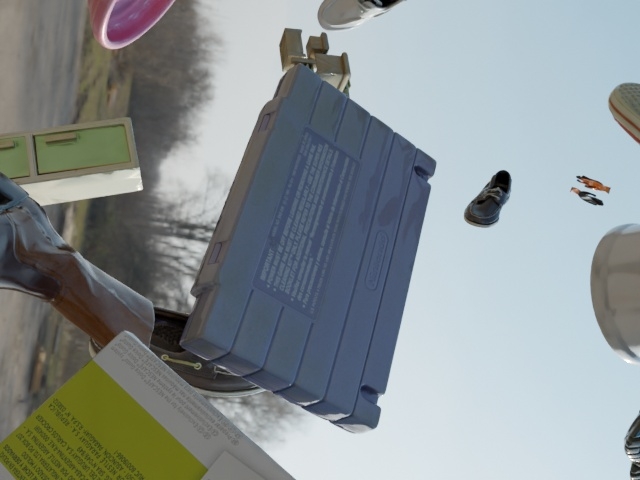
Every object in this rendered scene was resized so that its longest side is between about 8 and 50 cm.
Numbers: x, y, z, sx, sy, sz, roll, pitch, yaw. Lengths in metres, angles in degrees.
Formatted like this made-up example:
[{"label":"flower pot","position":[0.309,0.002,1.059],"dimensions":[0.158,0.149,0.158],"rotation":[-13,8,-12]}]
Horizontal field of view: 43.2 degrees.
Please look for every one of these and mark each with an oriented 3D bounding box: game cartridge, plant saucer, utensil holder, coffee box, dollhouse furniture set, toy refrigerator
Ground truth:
[{"label":"game cartridge","position":[0.000,0.000,0.879],"dimensions":[0.068,0.230,0.355],"rotation":[-33,-146,52]},{"label":"plant saucer","position":[-0.399,-0.577,1.788],"dimensions":[0.332,0.084,0.332],"rotation":[-50,-179,1]},{"label":"utensil holder","position":[0.832,0.096,1.711],"dimensions":[0.385,0.328,0.327],"rotation":[-13,-114,52]},{"label":"coffee box","position":[-0.153,0.361,0.761],"dimensions":[0.334,0.338,0.337],"rotation":[-45,151,-20]},{"label":"dollhouse furniture set","position":[0.014,-0.266,1.191],"dimensions":[0.161,0.101,0.182],"rotation":[121,-33,-57]},{"label":"toy refrigerator","position":[-0.442,-0.127,1.349],"dimensions":[0.094,0.269,0.102],"rotation":[107,-28,-65]}]

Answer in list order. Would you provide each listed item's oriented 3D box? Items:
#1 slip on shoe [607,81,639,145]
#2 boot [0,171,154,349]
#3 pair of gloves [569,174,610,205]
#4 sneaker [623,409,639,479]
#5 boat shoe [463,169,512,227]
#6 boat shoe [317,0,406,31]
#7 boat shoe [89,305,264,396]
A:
[{"label":"slip on shoe","position":[0.490,-0.071,1.066],"dimensions":[0.101,0.331,0.123],"rotation":[-42,-177,47]},{"label":"boot","position":[-0.325,0.074,0.966],"dimensions":[0.096,0.280,0.264],"rotation":[-40,-157,8]},{"label":"pair of gloves","position":[0.555,-0.102,1.669],"dimensions":[0.010,0.074,0.083],"rotation":[-56,163,-21]},{"label":"sneaker","position":[0.682,0.392,1.665],"dimensions":[0.341,0.125,0.139],"rotation":[71,24,-54]},{"label":"boat shoe","position":[0.355,-0.090,1.701],"dimensions":[0.206,0.075,0.065],"rotation":[-42,146,-52]},{"label":"boat shoe","position":[0.101,-0.480,1.566],"dimensions":[0.095,0.258,0.084],"rotation":[62,23,-9]},{"label":"boat shoe","position":[-0.216,0.172,1.332],"dimensions":[0.116,0.324,0.096],"rotation":[-82,-173,-45]}]
